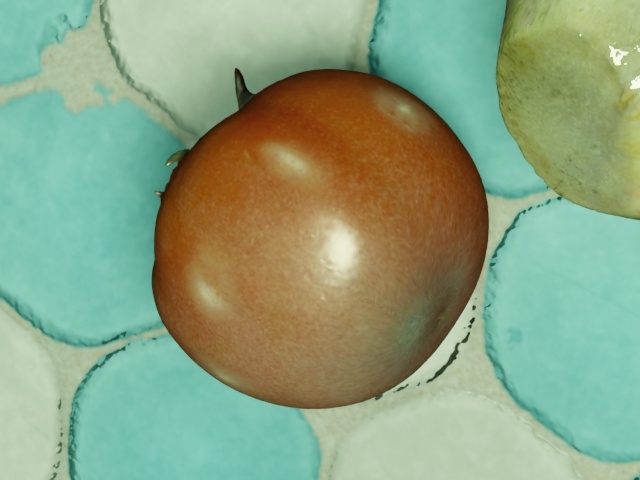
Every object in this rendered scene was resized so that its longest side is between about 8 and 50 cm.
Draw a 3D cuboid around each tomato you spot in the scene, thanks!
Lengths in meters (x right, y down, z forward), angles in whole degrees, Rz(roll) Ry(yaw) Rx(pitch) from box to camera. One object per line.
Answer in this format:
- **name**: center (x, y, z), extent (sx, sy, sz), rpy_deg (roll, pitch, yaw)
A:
- **tomato**: center (0.000, 0.000, 1.419), extent (0.224, 0.256, 0.256), rpy_deg (33, 109, 24)

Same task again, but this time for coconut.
- **coconut**: center (0.256, -0.139, 1.333), extent (0.259, 0.259, 0.259), rpy_deg (3, 102, 16)
